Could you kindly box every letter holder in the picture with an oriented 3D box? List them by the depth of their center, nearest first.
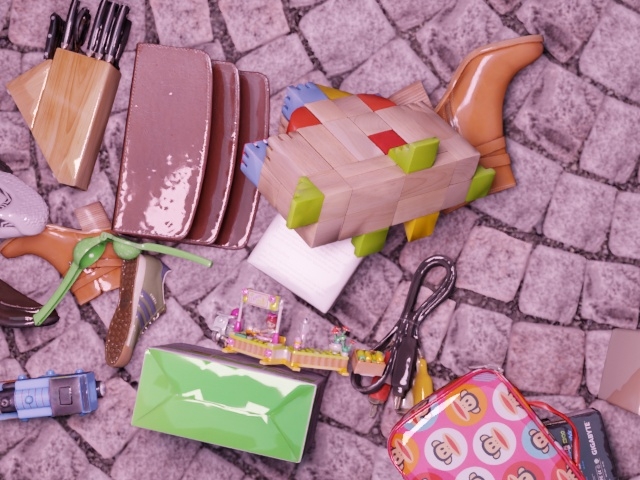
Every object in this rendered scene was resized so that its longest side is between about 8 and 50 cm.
[{"bbox_3d":[-0.199,-0.145,1.904,0.215,0.152,0.301,7,87,2],"label":"letter holder"}]

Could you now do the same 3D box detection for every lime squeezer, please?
[{"bbox_3d":[-0.327,0.035,1.874,0.310,0.059,0.109,-18,63,10],"label":"lime squeezer"}]

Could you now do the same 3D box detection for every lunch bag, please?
[{"bbox_3d":[0.269,0.341,1.794,0.258,0.120,0.293,-35,82,0],"label":"lunch bag"}]

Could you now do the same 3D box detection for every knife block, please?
[{"bbox_3d":[-0.376,-0.252,1.950,0.242,0.088,0.275,-29,85,2],"label":"knife block"}]

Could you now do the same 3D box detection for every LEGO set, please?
[{"bbox_3d":[-0.037,0.141,1.859,0.287,0.132,0.107,10,94,16],"label":"LEGO set"}]

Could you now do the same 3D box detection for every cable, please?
[{"bbox_3d":[0.139,0.160,1.927,0.140,0.072,0.287,10,75,21],"label":"cable"}]

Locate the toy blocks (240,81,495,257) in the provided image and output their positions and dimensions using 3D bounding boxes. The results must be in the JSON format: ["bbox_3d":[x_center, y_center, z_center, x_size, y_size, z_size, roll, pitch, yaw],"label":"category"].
[{"bbox_3d":[0.039,-0.136,1.757,0.381,0.190,0.261,-17,48,-33],"label":"toy blocks"}]

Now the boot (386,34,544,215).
[{"bbox_3d":[0.266,-0.187,1.895,0.283,0.109,0.220,-27,84,4],"label":"boot"}]

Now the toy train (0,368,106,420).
[{"bbox_3d":[-0.444,0.251,1.918,0.184,0.105,0.080,-6,86,3],"label":"toy train"}]

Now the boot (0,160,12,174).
[{"bbox_3d":[-0.645,-0.092,1.976,0.247,0.083,0.161,21,100,4],"label":"boot"}]

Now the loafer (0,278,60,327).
[{"bbox_3d":[-0.536,0.097,1.944,0.220,0.080,0.078,8,88,4],"label":"loafer"}]

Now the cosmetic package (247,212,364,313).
[{"bbox_3d":[0.000,0.000,1.881,0.151,0.151,0.183,34,90,4],"label":"cosmetic package"}]

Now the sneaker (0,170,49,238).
[{"bbox_3d":[-0.620,-0.011,1.903,0.366,0.137,0.210,9,123,-2],"label":"sneaker"}]

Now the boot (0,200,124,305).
[{"bbox_3d":[-0.422,0.037,1.948,0.197,0.073,0.152,-20,90,5],"label":"boot"}]

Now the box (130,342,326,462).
[{"bbox_3d":[-0.134,0.243,1.836,0.262,0.231,0.126,12,87,4],"label":"box"}]

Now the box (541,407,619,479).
[{"bbox_3d":[0.335,0.441,1.875,0.293,0.073,0.295,-15,84,5],"label":"box"}]

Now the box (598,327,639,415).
[{"bbox_3d":[0.520,0.206,1.757,0.148,0.311,0.121,14,88,5],"label":"box"}]

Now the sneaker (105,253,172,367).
[{"bbox_3d":[-0.288,0.117,1.926,0.064,0.086,0.192,-1,76,48],"label":"sneaker"}]
